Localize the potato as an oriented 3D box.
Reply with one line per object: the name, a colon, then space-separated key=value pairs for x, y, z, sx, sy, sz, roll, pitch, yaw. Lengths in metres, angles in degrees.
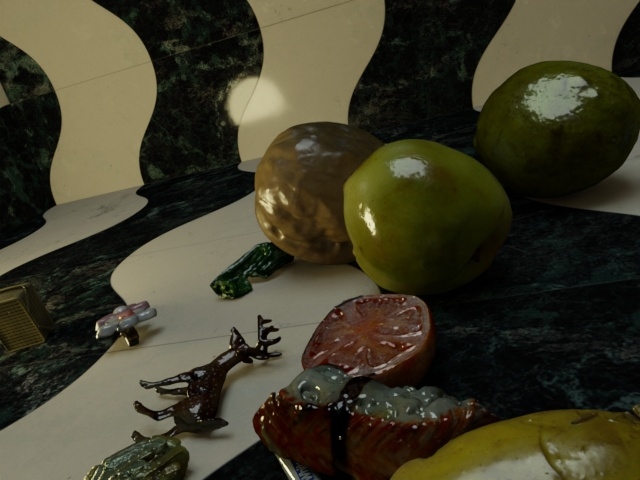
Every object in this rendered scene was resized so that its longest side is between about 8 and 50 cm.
potato: x=0.208 y=0.258 z=0.525 sx=0.300 sy=0.140 sz=0.173 roll=-20 pitch=32 yaw=5

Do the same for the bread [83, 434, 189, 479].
bread: x=-0.265 y=0.343 z=0.772 sx=0.156 sy=0.064 sz=0.117 roll=-26 pitch=23 yaw=-22

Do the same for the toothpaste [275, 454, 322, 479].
toothpaste: x=-0.019 y=0.317 z=0.707 sx=0.052 sy=0.033 sz=0.218 roll=-16 pitch=15 yaw=-16

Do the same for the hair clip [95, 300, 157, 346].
hair clip: x=-0.481 y=0.199 z=1.322 sx=0.146 sy=0.075 sz=0.257 roll=-29 pitch=19 yaw=-20

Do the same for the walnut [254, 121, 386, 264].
walnut: x=0.017 y=-0.125 z=1.352 sx=0.383 sy=0.384 sz=0.384 roll=-14 pitch=20 yaw=5

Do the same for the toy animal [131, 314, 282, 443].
toy animal: x=-0.192 y=0.256 z=0.960 sx=0.259 sy=0.087 sz=0.244 roll=-13 pitch=34 yaw=4

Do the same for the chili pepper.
chili pepper: x=-0.175 y=0.069 z=1.413 sx=0.099 sy=0.084 sz=0.253 roll=18 pitch=42 yaw=42

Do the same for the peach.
peach: x=0.207 y=-0.054 z=1.083 sx=0.314 sy=0.282 sz=0.316 roll=-30 pitch=67 yaw=-9

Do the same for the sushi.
sushi: x=0.056 y=0.240 z=0.697 sx=0.331 sy=0.124 sz=0.129 roll=4 pitch=16 yaw=38

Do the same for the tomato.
tomato: x=0.085 y=0.184 z=0.884 sx=0.236 sy=0.095 sz=0.237 roll=-16 pitch=23 yaw=7

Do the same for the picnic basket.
picnic basket: x=-0.795 y=0.202 z=1.411 sx=0.115 sy=0.164 sz=0.079 roll=-16 pitch=29 yaw=0

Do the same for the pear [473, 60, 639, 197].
pear: x=0.595 y=-0.277 z=1.377 sx=0.351 sy=0.352 sz=0.413 roll=-27 pitch=27 yaw=-27
